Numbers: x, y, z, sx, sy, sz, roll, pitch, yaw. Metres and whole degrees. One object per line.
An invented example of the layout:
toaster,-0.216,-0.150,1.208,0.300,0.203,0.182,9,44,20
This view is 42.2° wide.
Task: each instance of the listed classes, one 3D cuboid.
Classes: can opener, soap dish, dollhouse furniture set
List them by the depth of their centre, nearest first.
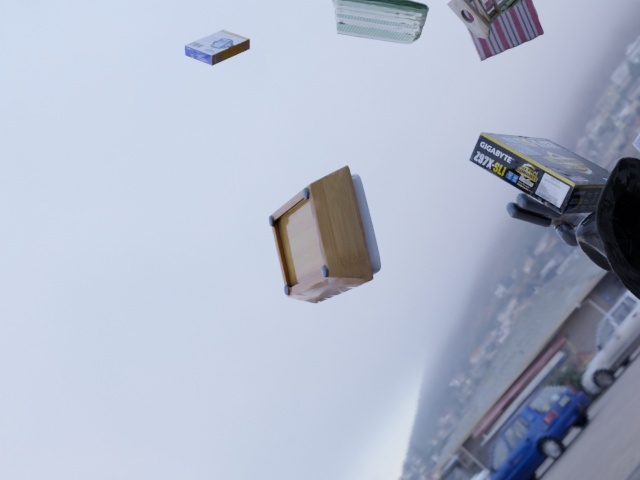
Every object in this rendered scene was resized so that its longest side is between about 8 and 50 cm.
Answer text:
dollhouse furniture set,0.361,-0.494,1.572,0.182,0.101,0.161,-46,7,-12
soap dish,0.000,0.000,1.696,0.118,0.228,0.291,-8,-10,-25
can opener,0.591,-0.057,2.132,0.280,0.093,0.074,16,-50,-37

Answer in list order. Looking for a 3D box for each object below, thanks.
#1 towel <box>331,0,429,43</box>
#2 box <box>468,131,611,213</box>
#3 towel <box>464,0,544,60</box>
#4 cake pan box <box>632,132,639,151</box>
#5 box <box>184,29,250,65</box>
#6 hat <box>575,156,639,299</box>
towel,0.155,-0.593,2.214,0.325,0.248,0.038,43,-123,-87
box,0.527,-0.153,1.881,0.322,0.257,0.079,-4,-59,-48
towel,0.402,-0.495,1.857,0.197,0.144,0.029,-26,6,-22
cake pan box,0.911,-0.243,2.002,0.070,0.245,0.267,-24,-28,-27
box,-0.224,-0.409,1.766,0.136,0.081,0.028,-37,-39,-39
hat,0.616,-0.016,1.709,0.134,0.331,0.331,-11,17,48
